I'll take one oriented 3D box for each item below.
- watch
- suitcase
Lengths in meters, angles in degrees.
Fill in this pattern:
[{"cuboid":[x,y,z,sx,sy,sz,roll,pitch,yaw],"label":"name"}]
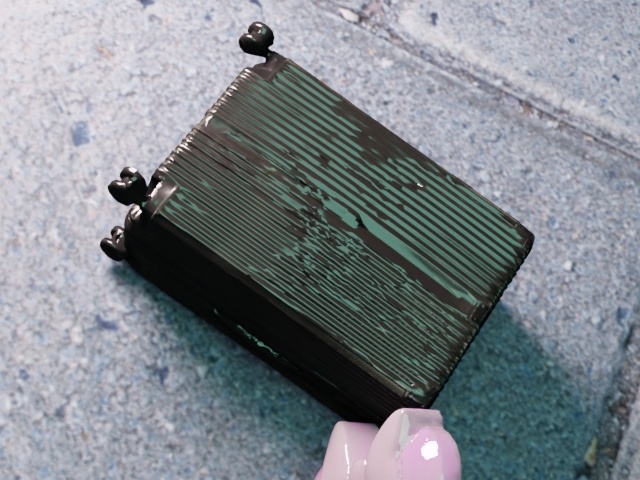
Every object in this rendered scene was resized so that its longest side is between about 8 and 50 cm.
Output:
[{"cuboid":[0.101,0.287,1.113,0.217,0.211,0.248,21,69,-24],"label":"watch"},{"cuboid":[0.000,0.000,1.217,0.335,0.152,0.230,35,64,3],"label":"suitcase"}]
